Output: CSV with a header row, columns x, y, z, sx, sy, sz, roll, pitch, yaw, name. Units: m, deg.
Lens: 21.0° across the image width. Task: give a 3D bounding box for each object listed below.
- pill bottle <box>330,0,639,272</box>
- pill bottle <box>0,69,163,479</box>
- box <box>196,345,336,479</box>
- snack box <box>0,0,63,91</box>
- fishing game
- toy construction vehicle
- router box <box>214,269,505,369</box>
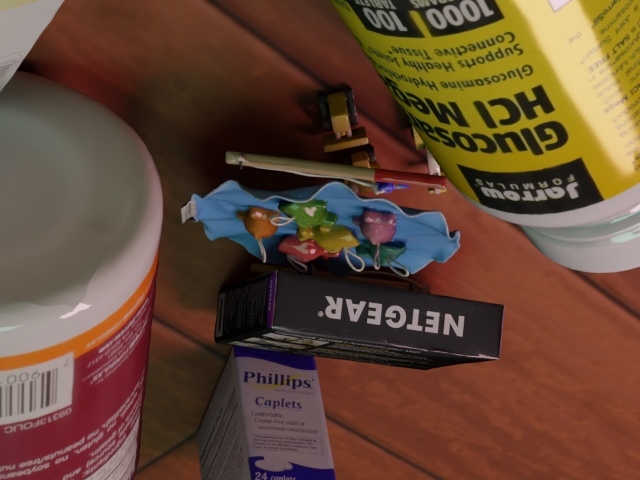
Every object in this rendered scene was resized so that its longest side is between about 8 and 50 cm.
x,y,z,sx,sy,sz,roll,pitch,yaw,name
0.126,-0.128,1.017,0.188,0.188,0.334,-23,137,15,pill bottle
-0.229,0.095,1.177,0.224,0.224,0.392,0,138,-11,pill bottle
-0.045,0.175,1.366,0.072,0.137,0.126,5,137,-18,box
-0.192,-0.168,0.910,0.187,0.060,0.322,-23,164,-46,snack box
0.000,0.000,1.163,0.189,0.041,0.264,8,164,0,fishing game
0.045,-0.063,1.191,0.086,0.035,0.098,-9,139,0,toy construction vehicle
0.027,0.061,1.274,0.179,0.046,0.133,9,170,-20,router box
